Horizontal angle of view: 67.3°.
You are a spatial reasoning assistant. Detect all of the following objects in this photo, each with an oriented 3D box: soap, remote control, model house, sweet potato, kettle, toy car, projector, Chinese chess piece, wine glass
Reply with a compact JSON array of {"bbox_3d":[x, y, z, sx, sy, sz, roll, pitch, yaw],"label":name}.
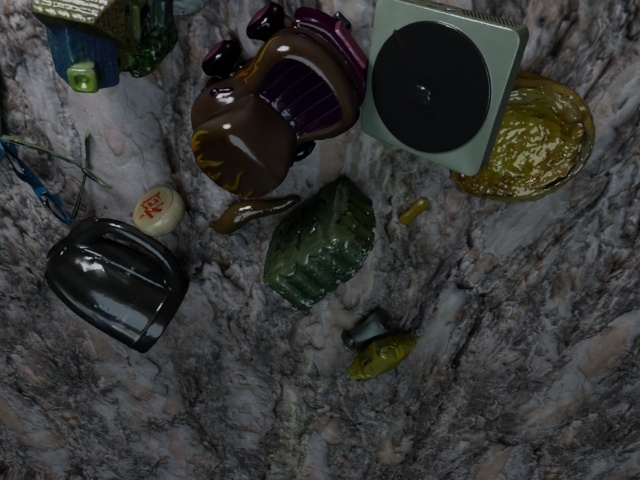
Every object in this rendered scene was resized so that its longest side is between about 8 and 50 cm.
[{"bbox_3d":[0.222,-0.067,1.142,0.034,0.012,0.089,30,127,-20],"label":"soap"},{"bbox_3d":[0.012,-0.374,0.887,0.039,0.014,0.096,37,123,-25],"label":"remote control"},{"bbox_3d":[-0.364,-0.349,0.810,0.194,0.189,0.214,13,132,-7],"label":"model house"},{"bbox_3d":[-0.169,-0.066,1.145,0.249,0.060,0.069,-20,147,16],"label":"sweet potato"},{"bbox_3d":[-0.505,0.086,1.196,0.324,0.228,0.321,35,123,-19],"label":"kettle"},{"bbox_3d":[-0.083,-0.232,0.866,0.340,0.241,0.271,-26,126,31],"label":"toy car"},{"bbox_3d":[0.206,-0.276,0.856,0.257,0.079,0.259,29,137,25],"label":"projector"},{"bbox_3d":[-0.373,-0.067,1.112,0.121,0.122,0.051,-15,145,16],"label":"Chinese chess piece"},{"bbox_3d":[0.132,0.262,1.402,0.072,0.072,0.155,36,124,-25],"label":"wine glass"}]

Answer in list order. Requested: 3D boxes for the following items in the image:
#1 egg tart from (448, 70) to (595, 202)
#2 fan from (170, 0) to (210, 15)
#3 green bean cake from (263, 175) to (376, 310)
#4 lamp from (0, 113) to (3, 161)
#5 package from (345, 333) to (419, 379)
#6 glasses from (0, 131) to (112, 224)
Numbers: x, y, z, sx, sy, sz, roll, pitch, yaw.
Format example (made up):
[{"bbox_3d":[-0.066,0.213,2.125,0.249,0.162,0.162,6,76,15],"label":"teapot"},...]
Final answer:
[{"bbox_3d":[0.383,-0.197,0.958,0.290,0.107,0.291,3,128,4],"label":"egg tart"},{"bbox_3d":[-0.294,-0.462,0.837,0.223,0.012,0.294,21,130,-17],"label":"fan"},{"bbox_3d":[0.000,0.000,1.065,0.255,0.241,0.132,-36,116,30],"label":"green bean cake"},{"bbox_3d":[-0.792,-0.269,0.950,0.268,0.047,0.267,-2,136,-31],"label":"lamp"},{"bbox_3d":[0.183,0.347,1.435,0.168,0.090,0.226,-5,148,-38],"label":"package"},{"bbox_3d":[-0.583,-0.148,1.069,0.206,0.102,0.239,-15,128,17],"label":"glasses"}]
